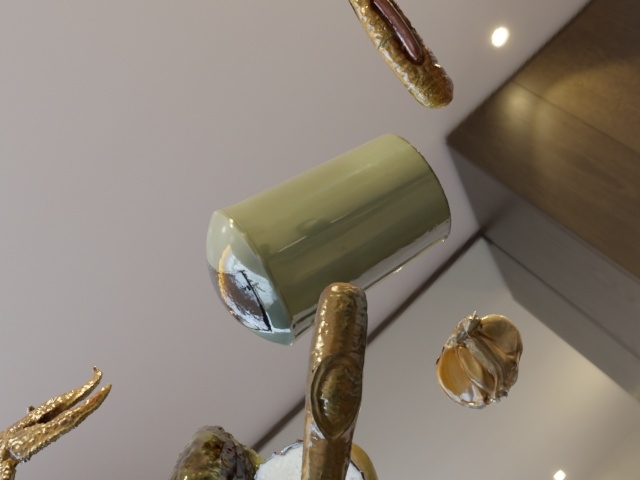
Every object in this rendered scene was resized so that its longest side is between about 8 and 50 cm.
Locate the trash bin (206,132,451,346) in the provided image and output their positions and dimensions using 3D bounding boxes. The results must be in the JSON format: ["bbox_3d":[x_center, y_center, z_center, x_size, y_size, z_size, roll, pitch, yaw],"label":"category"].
[{"bbox_3d":[0.000,0.000,1.450,0.432,0.280,0.280,-29,-41,-16],"label":"trash bin"}]

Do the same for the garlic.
[{"bbox_3d":[0.187,0.140,0.894,0.113,0.094,0.074,-48,-21,14],"label":"garlic"}]

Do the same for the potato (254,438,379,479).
[{"bbox_3d":[0.021,0.325,1.004,0.117,0.182,0.202,-25,-71,-53],"label":"potato"}]

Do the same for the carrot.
[{"bbox_3d":[0.009,0.215,0.851,0.070,0.070,0.342,21,-108,-50],"label":"carrot"}]

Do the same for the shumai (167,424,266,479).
[{"bbox_3d":[-0.117,0.529,1.254,0.395,0.348,0.395,18,-90,-86],"label":"shumai"}]

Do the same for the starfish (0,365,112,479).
[{"bbox_3d":[-0.466,0.339,1.198,0.375,0.327,0.094,-33,-60,24],"label":"starfish"}]

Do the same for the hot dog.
[{"bbox_3d":[0.107,-0.269,1.047,0.066,0.215,0.047,-30,-7,-18],"label":"hot dog"}]
